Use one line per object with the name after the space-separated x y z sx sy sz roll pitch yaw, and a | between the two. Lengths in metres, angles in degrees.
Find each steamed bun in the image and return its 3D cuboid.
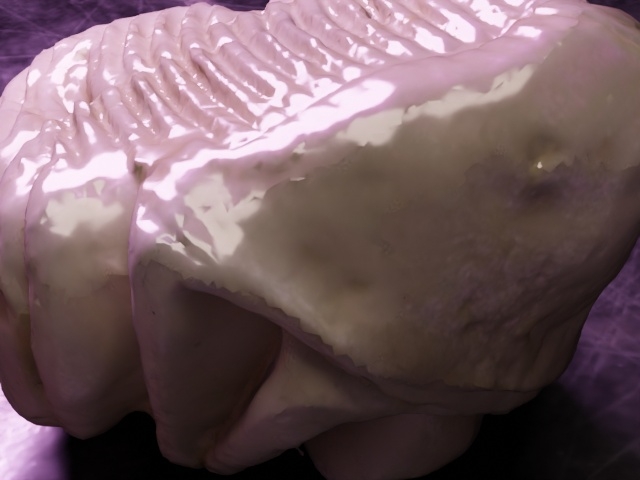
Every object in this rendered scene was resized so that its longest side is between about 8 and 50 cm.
0.000 0.000 0.920 0.352 0.247 0.339 -29 26 -13 | steamed bun
